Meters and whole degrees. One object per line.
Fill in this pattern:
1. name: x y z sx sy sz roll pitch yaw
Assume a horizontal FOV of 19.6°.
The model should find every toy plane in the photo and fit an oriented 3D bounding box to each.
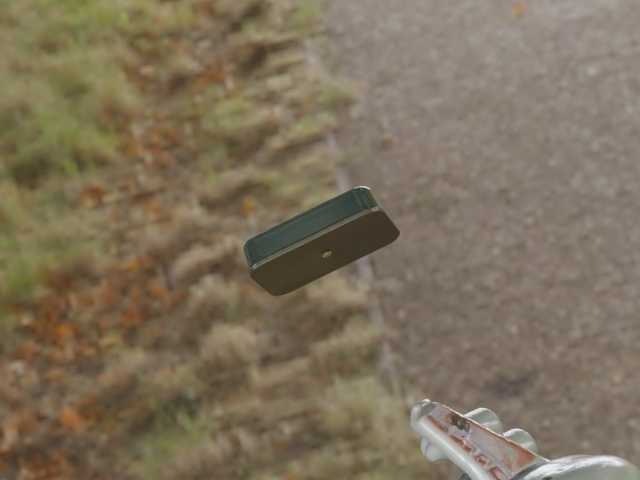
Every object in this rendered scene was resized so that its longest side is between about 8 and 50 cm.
1. toy plane: 0.146 0.206 1.241 0.252 0.252 0.118 -26 -26 -53

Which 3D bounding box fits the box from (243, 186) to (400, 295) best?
1. box: 0.000 0.000 1.566 0.126 0.031 0.091 -27 -22 8
